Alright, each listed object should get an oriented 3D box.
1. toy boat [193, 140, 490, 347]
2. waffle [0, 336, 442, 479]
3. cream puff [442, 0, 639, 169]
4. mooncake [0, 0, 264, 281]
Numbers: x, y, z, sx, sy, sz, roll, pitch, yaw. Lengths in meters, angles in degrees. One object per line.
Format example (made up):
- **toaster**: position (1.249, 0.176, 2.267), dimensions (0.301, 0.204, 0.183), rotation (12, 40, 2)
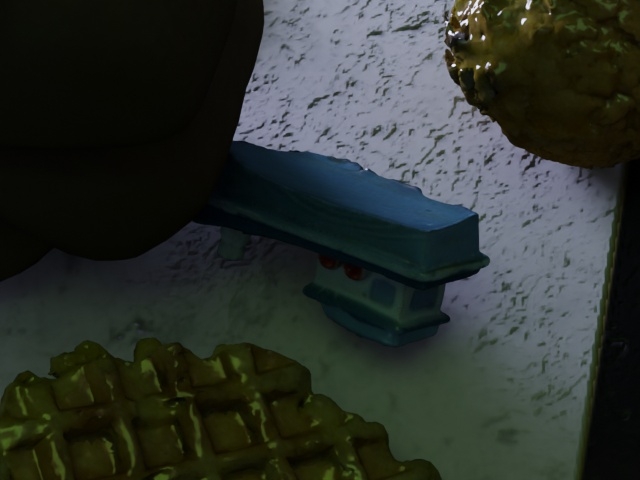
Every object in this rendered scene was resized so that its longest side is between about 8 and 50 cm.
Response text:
- **toy boat**: position (0.000, 0.000, 1.128), dimensions (0.238, 0.098, 0.109), rotation (22, 22, 35)
- **waffle**: position (-0.067, 0.199, 0.957), dimensions (0.307, 0.060, 0.312), rotation (20, 53, -8)
- **cream puff**: position (0.170, -0.119, 1.102), dimensions (0.189, 0.189, 0.129), rotation (17, 70, 24)
- **mooncake**: position (-0.261, -0.153, 1.070), dimensions (0.467, 0.467, 0.262), rotation (-2, 59, 14)
